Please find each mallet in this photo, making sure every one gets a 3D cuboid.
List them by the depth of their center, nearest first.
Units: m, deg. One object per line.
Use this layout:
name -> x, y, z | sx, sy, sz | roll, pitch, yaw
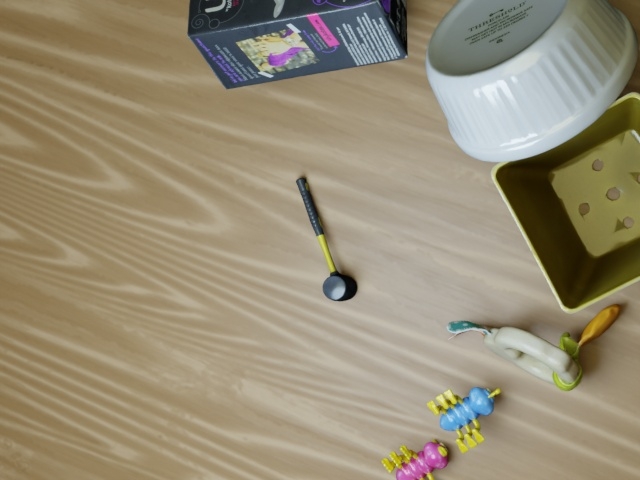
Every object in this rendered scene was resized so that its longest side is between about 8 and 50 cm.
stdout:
mallet -> 0.000, 0.000, 2.004 | 0.039, 0.062, 0.189 | -22, 89, 16

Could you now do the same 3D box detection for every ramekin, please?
ramekin -> 0.257, -0.239, 1.787 | 0.273, 0.273, 0.127 | -30, 124, 17

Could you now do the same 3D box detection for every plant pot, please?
plant pot -> 0.375, -0.055, 1.826 | 0.212, 0.187, 0.212 | -28, 88, 18

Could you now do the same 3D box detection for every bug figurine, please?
bug figurine -> 0.219, 0.341, 1.974 | 0.216, 0.072, 0.279 | -32, 91, 23

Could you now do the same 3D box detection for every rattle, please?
rattle -> 0.287, 0.112, 1.933 | 0.200, 0.130, 0.142 | 24, 92, 39

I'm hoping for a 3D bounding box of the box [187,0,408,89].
box -> -0.028, -0.327, 1.907 | 0.270, 0.143, 0.165 | -7, 62, 17
